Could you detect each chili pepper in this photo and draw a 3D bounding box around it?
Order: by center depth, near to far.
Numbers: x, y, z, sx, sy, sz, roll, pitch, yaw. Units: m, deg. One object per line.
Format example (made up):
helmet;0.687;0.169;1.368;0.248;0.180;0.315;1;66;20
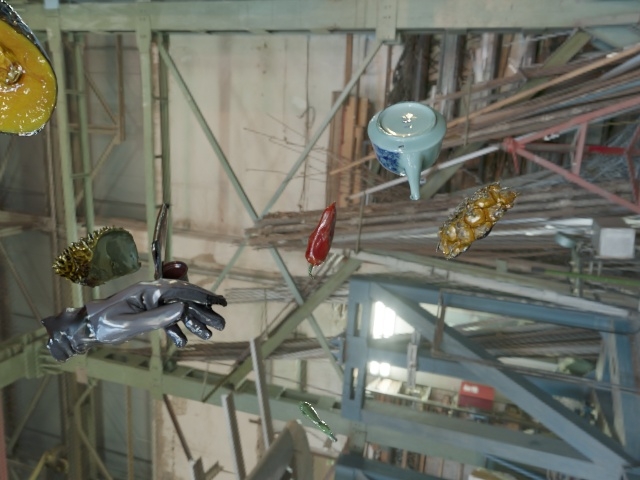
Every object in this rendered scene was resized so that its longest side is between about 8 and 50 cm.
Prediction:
chili pepper;-0.001;0.000;1.161;0.059;0.050;0.191;-10;-56;-53

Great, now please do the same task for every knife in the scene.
knife;0.001;0.235;0.663;0.014;0.030;0.207;-49;-27;-16

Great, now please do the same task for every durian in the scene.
durian;-0.554;0.039;1.315;0.139;0.144;0.252;54;-167;0

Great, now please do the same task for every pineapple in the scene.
pineapple;0.323;-0.049;1.104;0.225;0.076;0.225;-45;-2;-2

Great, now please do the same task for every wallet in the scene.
wallet;-0.455;0.003;1.473;0.255;0.031;0.137;-112;29;-61

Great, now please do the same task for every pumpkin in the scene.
pumpkin;-0.571;-0.360;0.950;0.312;0.169;0.148;92;171;-51

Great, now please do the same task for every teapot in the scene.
teapot;0.182;-0.200;1.093;0.159;0.159;0.231;76;-171;-49

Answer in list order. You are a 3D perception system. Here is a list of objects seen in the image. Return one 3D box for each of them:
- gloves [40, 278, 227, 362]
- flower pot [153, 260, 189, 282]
gloves;-0.290;0.123;0.814;0.142;0.286;0.119;-179;84;-80
flower pot;-0.471;0.133;1.681;0.111;0.111;0.089;-65;-26;-46
